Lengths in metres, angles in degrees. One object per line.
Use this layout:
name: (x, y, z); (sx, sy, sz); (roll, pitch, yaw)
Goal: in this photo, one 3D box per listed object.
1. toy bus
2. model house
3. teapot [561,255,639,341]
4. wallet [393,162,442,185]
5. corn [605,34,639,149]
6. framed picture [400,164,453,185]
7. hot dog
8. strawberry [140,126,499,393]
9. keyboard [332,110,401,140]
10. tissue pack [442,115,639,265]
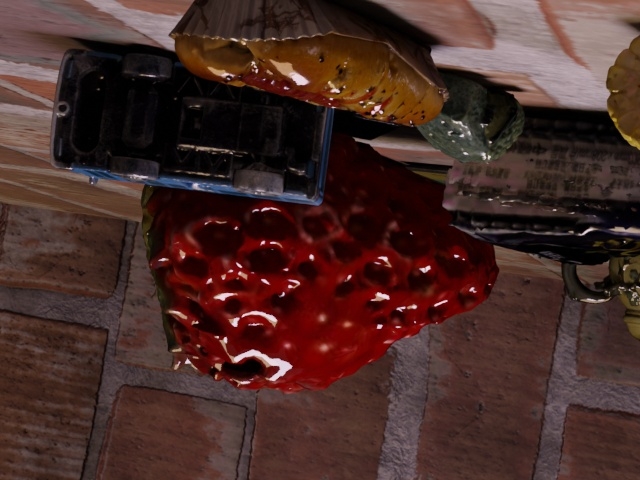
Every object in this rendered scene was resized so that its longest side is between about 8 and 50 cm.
toy bus: (-0.108, -0.097, 1.605); (0.234, 0.116, 0.133); (7, 178, 5)
model house: (0.114, -0.107, 1.463); (0.079, 0.066, 0.083); (19, 164, 28)
teapot: (0.437, 0.070, 2.345); (0.269, 0.182, 0.173); (10, 177, 0)
wallet: (0.066, -0.074, 2.205); (0.137, 0.031, 0.255); (8, 176, 29)
corn: (0.277, -0.074, 1.229); (0.093, 0.093, 0.244); (6, 174, 40)
framed picture: (0.272, -0.053, 2.189); (0.244, 0.013, 0.324); (7, 175, 29)
hot dog: (0.002, -0.124, 1.282); (0.131, 0.069, 0.253); (5, 176, 34)
strawberry: (0.000, 0.000, 1.803); (0.345, 0.295, 0.317); (-7, 169, -6)
keyboard: (0.042, -0.113, 1.804); (0.053, 0.010, 0.155); (10, 176, -10)
tissue pack: (0.298, -0.031, 1.601); (0.332, 0.123, 0.245); (7, 173, 31)
